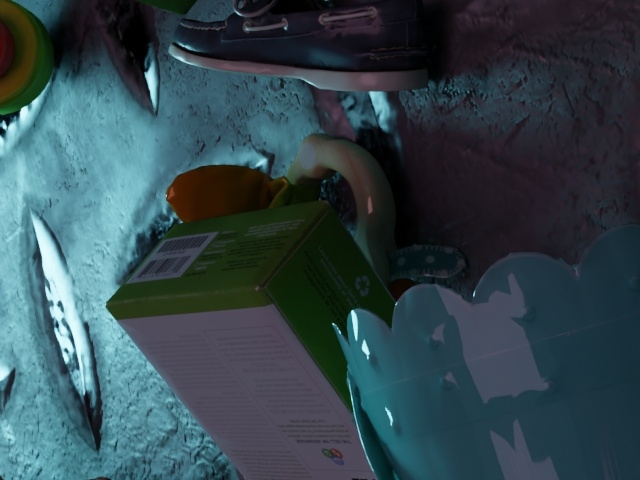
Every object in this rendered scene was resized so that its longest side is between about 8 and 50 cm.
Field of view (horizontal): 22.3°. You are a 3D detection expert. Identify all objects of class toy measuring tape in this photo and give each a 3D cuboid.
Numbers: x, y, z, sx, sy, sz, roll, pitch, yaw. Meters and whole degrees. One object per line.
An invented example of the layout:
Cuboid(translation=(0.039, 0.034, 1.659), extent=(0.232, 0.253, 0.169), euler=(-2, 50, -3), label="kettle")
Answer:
Cuboid(translation=(-0.302, -0.241, 1.594), extent=(0.121, 0.121, 0.330), euler=(15, 88, 47), label="toy measuring tape")

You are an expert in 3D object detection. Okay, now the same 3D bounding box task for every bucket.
Cuboid(translation=(0.159, 0.098, 0.966), extent=(0.281, 0.281, 0.183), euler=(-24, 80, 48), label="bucket")

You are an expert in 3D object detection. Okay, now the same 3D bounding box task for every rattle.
Cuboid(translation=(0.000, 0.000, 1.231), extent=(0.130, 0.143, 0.199), euler=(-51, 49, 18), label="rattle")

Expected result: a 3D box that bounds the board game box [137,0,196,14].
Cuboid(translation=(-0.068, -0.368, 1.272), extent=(0.316, 0.064, 0.242), euler=(-43, 46, 42), label="board game box")

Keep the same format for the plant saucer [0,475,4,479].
Cuboid(translation=(-0.305, 0.328, 1.580), extent=(0.310, 0.050, 0.310), euler=(42, 149, 32), label="plant saucer")

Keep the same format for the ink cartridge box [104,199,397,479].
Cuboid(translation=(-0.013, 0.105, 1.225), extent=(0.189, 0.097, 0.255), euler=(-7, 126, 48), label="ink cartridge box")

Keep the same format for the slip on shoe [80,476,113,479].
Cuboid(translation=(-0.227, 0.279, 1.557), extent=(0.123, 0.101, 0.331), euler=(60, 153, -10), label="slip on shoe")

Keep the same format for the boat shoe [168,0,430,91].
Cuboid(translation=(-0.021, -0.163, 1.265), extent=(0.254, 0.095, 0.079), euler=(13, 106, 46), label="boat shoe")
